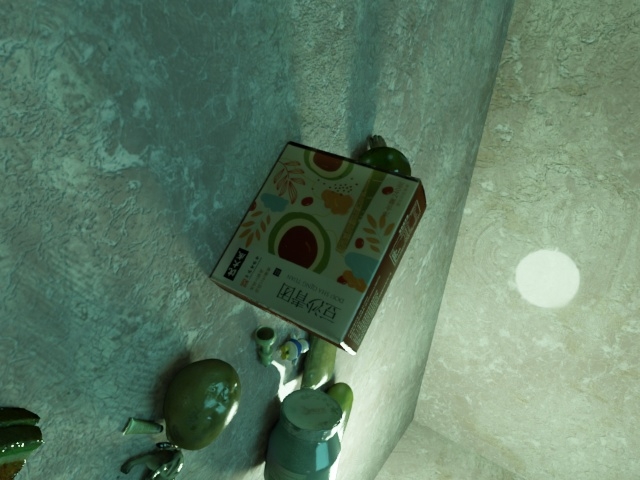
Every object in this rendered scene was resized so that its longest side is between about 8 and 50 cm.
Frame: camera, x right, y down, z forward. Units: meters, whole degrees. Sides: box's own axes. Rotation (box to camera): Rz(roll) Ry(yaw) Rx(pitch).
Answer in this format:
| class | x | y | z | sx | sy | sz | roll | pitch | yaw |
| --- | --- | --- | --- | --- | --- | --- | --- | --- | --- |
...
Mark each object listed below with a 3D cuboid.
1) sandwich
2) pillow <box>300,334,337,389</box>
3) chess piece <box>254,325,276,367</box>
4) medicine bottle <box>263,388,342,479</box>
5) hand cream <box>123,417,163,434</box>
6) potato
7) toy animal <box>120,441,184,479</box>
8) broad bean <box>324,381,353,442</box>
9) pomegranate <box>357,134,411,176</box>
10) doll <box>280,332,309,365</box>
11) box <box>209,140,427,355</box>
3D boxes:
| class | x | y | z | sx | sy | sz | roll | pitch | yaw |
| --- | --- | --- | --- | --- | --- | --- | --- | --- | --- |
| sandwich | -0.513 | 0.334 | 0.647 | 0.235 | 0.079 | 0.159 | 9 | 100 | -62 |
| pillow | 0.006 | 0.381 | 1.620 | 0.184 | 0.074 | 0.303 | -12 | 117 | -55 |
| chess piece | -0.154 | 0.306 | 1.312 | 0.059 | 0.059 | 0.149 | -41 | 148 | -42 |
| medicine bottle | -0.048 | 0.659 | 1.528 | 0.245 | 0.244 | 0.290 | -20 | 126 | -56 |
| hand cream | -0.376 | 0.399 | 1.006 | 0.035 | 0.022 | 0.102 | -64 | 147 | -10 |
| potato | -0.264 | 0.364 | 1.047 | 0.177 | 0.160 | 0.235 | 4 | 116 | -41 |
| toy animal | -0.382 | 0.576 | 1.051 | 0.170 | 0.089 | 0.255 | -23 | 130 | -60 |
| broad bean | 0.046 | 0.702 | 1.861 | 0.238 | 0.119 | 0.291 | 4 | 104 | -61 |
| pomegranate | 0.187 | -0.229 | 1.461 | 0.180 | 0.179 | 0.210 | 37 | 40 | -62 |
| doll | -0.075 | 0.334 | 1.463 | 0.143 | 0.057 | 0.099 | -5 | 92 | -61 |
| box | 0.000 | 0.000 | 1.058 | 0.386 | 0.344 | 0.122 | -62 | 153 | -14 |
